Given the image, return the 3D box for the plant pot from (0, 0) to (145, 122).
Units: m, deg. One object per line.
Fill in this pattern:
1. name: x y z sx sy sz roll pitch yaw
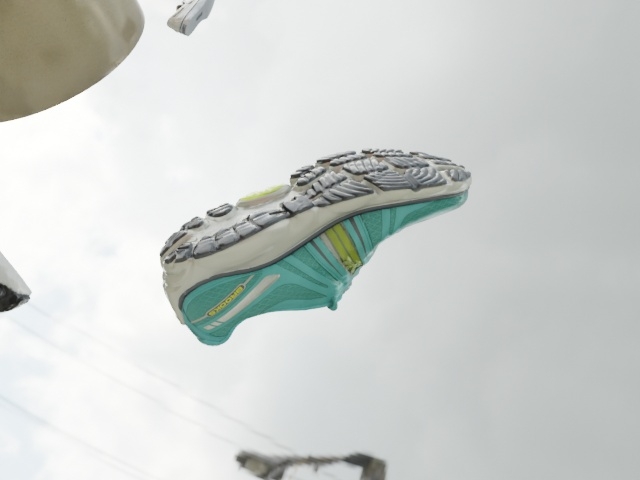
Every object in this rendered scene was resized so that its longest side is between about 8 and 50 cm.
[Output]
1. plant pot: -0.379 -0.301 1.391 0.284 0.284 0.191 -3 -47 20

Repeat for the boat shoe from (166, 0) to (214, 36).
1. boat shoe: -0.162 -0.288 1.436 0.035 0.100 0.035 21 -47 7

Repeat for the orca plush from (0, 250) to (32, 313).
1. orca plush: -0.434 -0.013 1.221 0.151 0.102 0.287 25 -28 45

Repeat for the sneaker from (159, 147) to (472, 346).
1. sneaker: 0.000 0.000 0.967 0.275 0.107 0.110 -22 -62 -12
